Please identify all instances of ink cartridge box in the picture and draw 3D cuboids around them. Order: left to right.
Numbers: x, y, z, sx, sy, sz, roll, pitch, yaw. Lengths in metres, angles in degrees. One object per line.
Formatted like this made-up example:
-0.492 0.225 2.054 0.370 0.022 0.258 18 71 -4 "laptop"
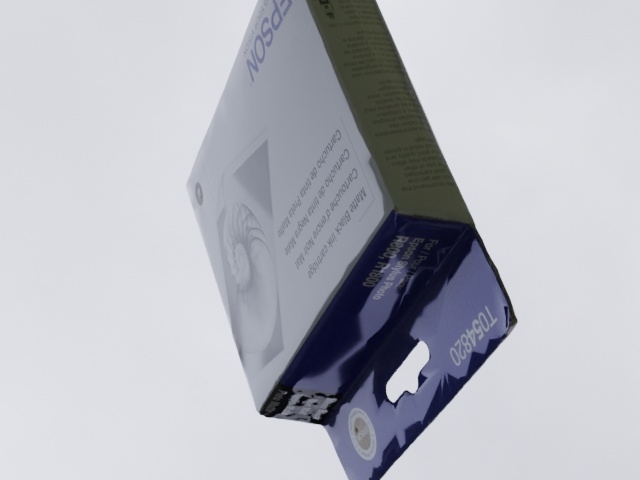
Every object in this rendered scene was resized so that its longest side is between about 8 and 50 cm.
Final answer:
0.000 0.000 0.690 0.045 0.223 0.224 -9 -119 -26 "ink cartridge box"
